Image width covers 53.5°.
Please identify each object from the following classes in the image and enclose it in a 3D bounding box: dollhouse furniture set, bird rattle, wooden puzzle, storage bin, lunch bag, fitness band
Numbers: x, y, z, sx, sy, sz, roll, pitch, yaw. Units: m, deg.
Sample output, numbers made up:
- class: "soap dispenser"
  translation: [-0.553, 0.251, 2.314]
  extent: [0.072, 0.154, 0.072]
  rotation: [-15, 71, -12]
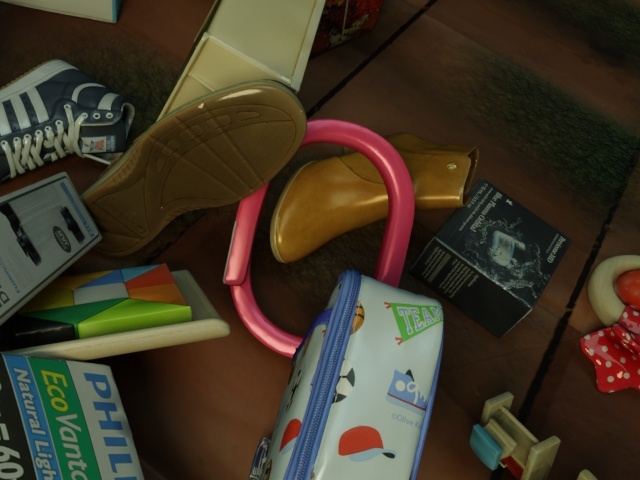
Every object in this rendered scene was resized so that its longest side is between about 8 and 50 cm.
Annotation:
- class: "dollhouse furniture set"
  translation: [0.206, 0.290, 0.691]
  extent: [0.129, 0.129, 0.183]
  rotation: [-14, 36, -24]
- class: "bird rattle"
  translation: [0.470, 0.110, 0.912]
  extent: [0.253, 0.143, 0.207]
  rotation: [-13, 48, -10]
- class: "wooden puzzle"
  translation: [-0.226, 0.068, 0.650]
  extent: [0.221, 0.239, 0.044]
  rotation: [-7, 102, -21]
- class: "storage bin"
  translation: [-0.119, -0.235, 0.868]
  extent: [0.123, 0.260, 0.262]
  rotation: [27, 50, -19]
- class: "lunch bag"
  translation: [0.015, 0.161, 0.593]
  extent: [0.115, 0.303, 0.243]
  rotation: [16, 69, -3]
- class: "fitness band"
  translation: [0.000, 0.000, 0.767]
  extent: [0.209, 0.054, 0.291]
  rotation: [14, 89, -5]

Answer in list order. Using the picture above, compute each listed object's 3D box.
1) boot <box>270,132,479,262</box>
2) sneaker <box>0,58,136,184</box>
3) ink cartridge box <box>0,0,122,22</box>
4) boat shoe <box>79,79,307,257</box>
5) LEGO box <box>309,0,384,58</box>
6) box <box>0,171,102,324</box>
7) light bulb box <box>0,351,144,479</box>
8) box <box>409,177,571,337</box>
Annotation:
- class: "boot"
  translation: [0.085, -0.062, 0.849]
  extent: [0.211, 0.104, 0.295]
  rotation: [10, 41, 29]
- class: "sneaker"
  translation: [-0.354, -0.124, 0.812]
  extent: [0.153, 0.099, 0.282]
  rotation: [26, 49, 5]
- class: "ink cartridge box"
  translation: [-0.406, -0.530, 1.024]
  extent: [0.197, 0.198, 0.270]
  rotation: [8, 53, -11]
- class: "boat shoe"
  translation: [-0.157, -0.099, 0.739]
  extent: [0.123, 0.342, 0.123]
  rotation: [43, 35, -28]
- class: "LEGO box"
  translation: [-0.090, -0.621, 1.076]
  extent: [0.500, 0.372, 0.193]
  rotation: [44, 55, 15]
- class: "box"
  translation: [-0.329, 0.026, 0.578]
  extent: [0.169, 0.290, 0.087]
  rotation: [-23, 104, 3]
- class: "light bulb box"
  translation: [-0.271, 0.262, 0.367]
  extent: [0.225, 0.361, 0.358]
  rotation: [-35, 64, 13]
- class: "box"
  translation: [0.240, 0.021, 0.893]
  extent: [0.158, 0.093, 0.156]
  rotation: [37, 53, 9]
